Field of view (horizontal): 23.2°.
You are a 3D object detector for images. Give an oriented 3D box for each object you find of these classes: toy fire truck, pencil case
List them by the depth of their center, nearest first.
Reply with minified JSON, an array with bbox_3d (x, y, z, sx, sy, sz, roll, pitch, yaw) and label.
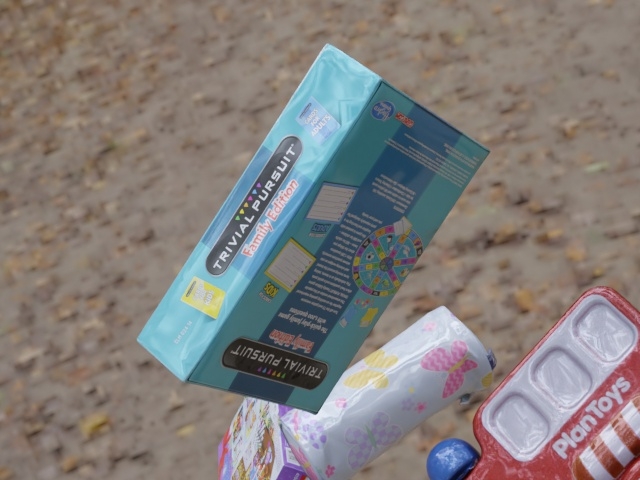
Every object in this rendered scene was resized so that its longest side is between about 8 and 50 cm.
[{"bbox_3d":[0.222,0.222,1.315,0.302,0.169,0.254,-49,60,11],"label":"toy fire truck"},{"bbox_3d":[0.082,0.197,1.914,0.273,0.124,0.113,-33,39,-10],"label":"pencil case"}]

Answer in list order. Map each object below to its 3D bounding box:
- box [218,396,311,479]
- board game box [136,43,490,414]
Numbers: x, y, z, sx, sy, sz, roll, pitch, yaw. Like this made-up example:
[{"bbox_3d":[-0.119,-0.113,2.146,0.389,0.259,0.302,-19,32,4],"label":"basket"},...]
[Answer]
[{"bbox_3d":[-0.075,0.300,2.113,0.057,0.201,0.293,21,25,-15],"label":"box"},{"bbox_3d":[0.000,0.000,1.543,0.079,0.254,0.336,37,97,32],"label":"board game box"}]
